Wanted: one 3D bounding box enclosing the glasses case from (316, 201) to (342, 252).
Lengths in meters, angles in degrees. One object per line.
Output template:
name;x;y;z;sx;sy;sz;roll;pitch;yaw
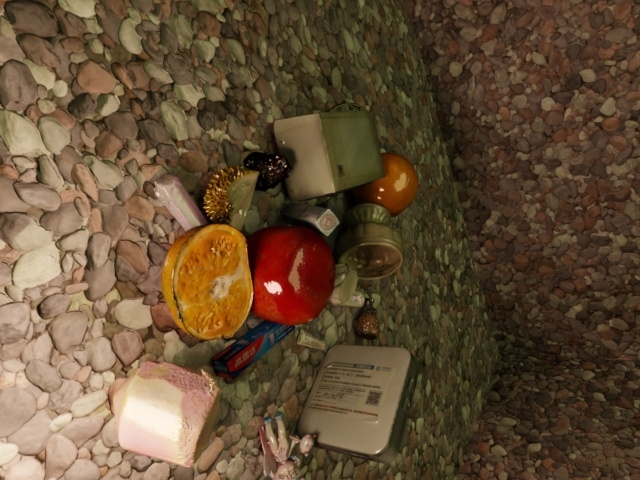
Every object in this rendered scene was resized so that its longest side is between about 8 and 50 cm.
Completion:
glasses case;0.000;0.000;1.758;0.131;0.074;0.323;45;51;-38

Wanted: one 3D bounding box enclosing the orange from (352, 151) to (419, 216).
orange;0.291;-0.250;1.995;0.312;0.312;0.312;11;77;-52

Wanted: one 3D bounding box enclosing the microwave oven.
microwave oven;0.036;-0.343;1.716;0.394;0.247;0.333;-22;104;-51

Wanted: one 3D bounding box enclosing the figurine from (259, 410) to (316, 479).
figurine;-0.115;0.699;1.472;0.205;0.103;0.260;-15;94;-27

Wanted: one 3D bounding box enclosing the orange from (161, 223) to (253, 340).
orange;-0.306;0.105;1.202;0.274;0.274;0.310;-52;169;-43

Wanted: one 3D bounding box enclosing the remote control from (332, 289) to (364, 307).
remote control;0.123;0.251;1.908;0.221;0.042;0.078;15;74;-49

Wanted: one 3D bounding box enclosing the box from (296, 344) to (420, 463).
box;0.138;0.568;1.594;0.111;0.395;0.397;52;48;-32

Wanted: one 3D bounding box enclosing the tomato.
tomato;-0.114;0.106;1.429;0.325;0.293;0.290;-69;152;-20

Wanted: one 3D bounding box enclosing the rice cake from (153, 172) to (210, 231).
rice cake;-0.364;-0.038;1.305;0.073;0.056;0.365;-55;126;-39

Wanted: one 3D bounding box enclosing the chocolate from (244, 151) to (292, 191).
chocolate;-0.169;-0.254;1.529;0.156;0.133;0.156;15;70;-51

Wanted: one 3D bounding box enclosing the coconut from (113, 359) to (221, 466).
coconut;-0.383;0.410;1.074;0.233;0.245;0.233;17;90;-85

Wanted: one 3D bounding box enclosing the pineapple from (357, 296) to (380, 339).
pineapple;0.221;0.347;1.986;0.108;0.108;0.198;44;41;-40

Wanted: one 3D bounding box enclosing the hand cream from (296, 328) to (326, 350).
hand cream;-0.036;0.391;1.693;0.143;0.039;0.061;31;67;-36

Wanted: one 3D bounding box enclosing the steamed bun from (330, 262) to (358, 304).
steamed bun;0.073;0.168;1.767;0.183;0.106;0.183;-36;133;-49

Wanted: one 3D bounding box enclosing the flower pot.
flower pot;0.206;0.001;1.868;0.307;0.307;0.244;43;37;-41

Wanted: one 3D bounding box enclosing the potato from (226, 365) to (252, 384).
potato;-0.264;0.421;1.391;0.093;0.036;0.037;-25;143;-33

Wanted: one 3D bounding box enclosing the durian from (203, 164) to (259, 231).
durian;-0.287;-0.121;1.345;0.137;0.183;0.250;17;45;-8

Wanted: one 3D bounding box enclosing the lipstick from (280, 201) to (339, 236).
lipstick;-0.046;-0.080;1.539;0.076;0.289;0.077;-48;118;-15

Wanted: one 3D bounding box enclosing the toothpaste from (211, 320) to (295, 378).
toothpaste;-0.210;0.333;1.433;0.320;0.076;0.066;-32;113;-49
